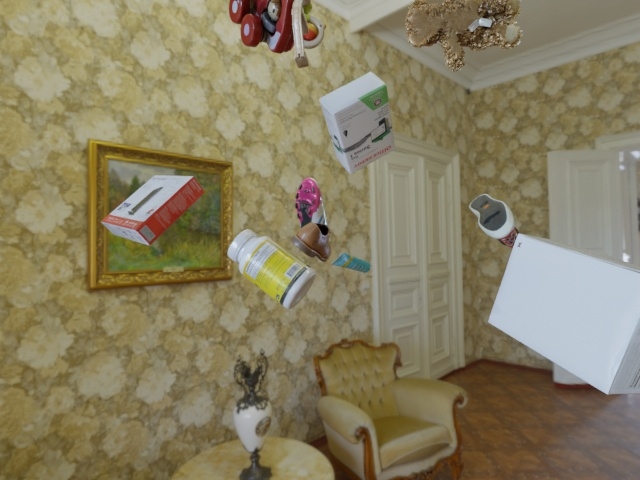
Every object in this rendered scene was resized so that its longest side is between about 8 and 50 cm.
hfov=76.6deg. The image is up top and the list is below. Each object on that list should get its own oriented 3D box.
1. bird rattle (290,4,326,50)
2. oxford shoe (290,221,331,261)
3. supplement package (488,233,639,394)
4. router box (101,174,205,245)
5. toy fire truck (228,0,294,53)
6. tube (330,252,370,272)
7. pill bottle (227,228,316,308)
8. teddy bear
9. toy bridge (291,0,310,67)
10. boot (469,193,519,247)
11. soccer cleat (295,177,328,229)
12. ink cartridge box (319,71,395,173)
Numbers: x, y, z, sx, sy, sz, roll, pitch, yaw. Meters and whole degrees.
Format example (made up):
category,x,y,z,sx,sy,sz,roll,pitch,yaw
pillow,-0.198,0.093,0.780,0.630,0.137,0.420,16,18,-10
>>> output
category,x,y,z,sx,sy,sz,roll,pitch,yaw
bird rattle,-0.085,-1.022,1.965,0.206,0.254,0.143,24,-14,-6
oxford shoe,0.000,0.000,0.953,0.076,0.076,0.212,41,4,12
supplement package,0.490,0.124,0.762,0.145,0.204,0.262,9,12,-24
router box,-0.665,-0.132,1.603,0.335,0.301,0.082,9,-39,42
toy fire truck,-0.172,-0.807,1.374,0.169,0.302,0.254,-9,-28,-36
tube,0.136,0.096,1.739,0.207,0.052,0.080,18,-58,-45
pill bottle,-0.198,0.104,1.610,0.333,0.188,0.188,35,7,13
teddy bear,0.422,-0.633,1.198,0.337,0.245,0.113,-18,4,10
toy bridge,-0.042,-0.465,0.857,0.026,0.188,0.063,-3,-16,13
boot,0.524,-0.027,1.145,0.088,0.176,0.244,-41,11,20
soccer cleat,-0.030,-0.107,1.734,0.115,0.332,0.143,11,20,32
ink cartridge box,0.108,-0.314,1.107,0.160,0.093,0.219,-30,-39,-4
